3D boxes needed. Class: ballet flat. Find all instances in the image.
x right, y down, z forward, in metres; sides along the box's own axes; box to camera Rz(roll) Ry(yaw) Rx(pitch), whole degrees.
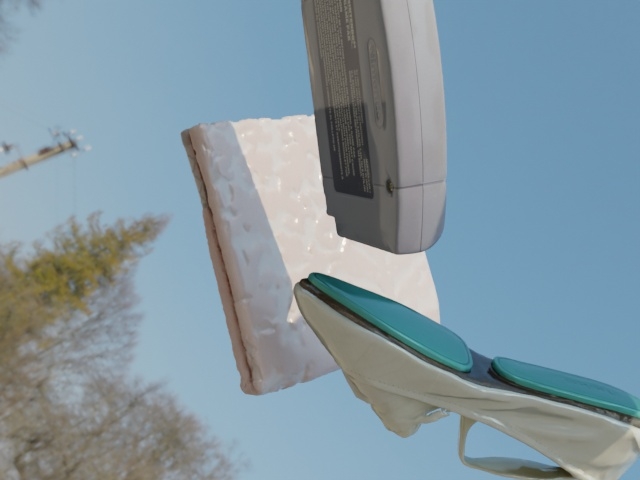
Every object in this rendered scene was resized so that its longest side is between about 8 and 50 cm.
[{"bbox_3d":[0.142,0.162,0.883,0.400,0.139,0.139,22,-33,-2],"label":"ballet flat"}]

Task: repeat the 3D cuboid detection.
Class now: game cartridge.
[{"bbox_3d":[0.045,-0.142,0.785,0.198,0.062,0.298,-164,-115,-64],"label":"game cartridge"}]

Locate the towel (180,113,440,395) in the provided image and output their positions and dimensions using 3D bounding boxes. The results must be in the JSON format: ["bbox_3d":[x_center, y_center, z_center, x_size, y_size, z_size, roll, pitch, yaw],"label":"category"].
[{"bbox_3d":[0.000,0.000,1.056,0.053,0.331,0.317,-20,-97,46],"label":"towel"}]
